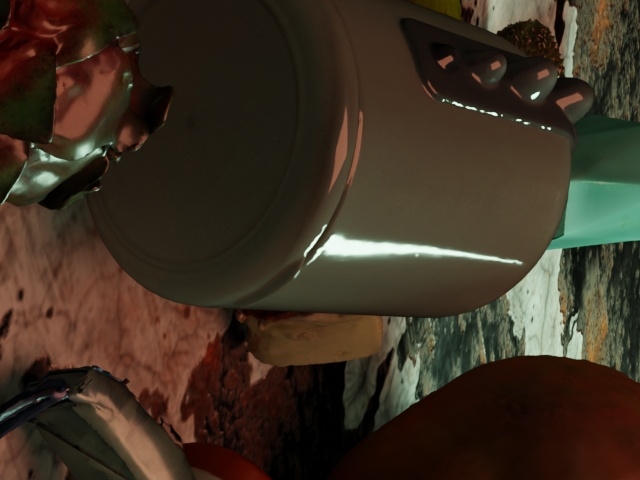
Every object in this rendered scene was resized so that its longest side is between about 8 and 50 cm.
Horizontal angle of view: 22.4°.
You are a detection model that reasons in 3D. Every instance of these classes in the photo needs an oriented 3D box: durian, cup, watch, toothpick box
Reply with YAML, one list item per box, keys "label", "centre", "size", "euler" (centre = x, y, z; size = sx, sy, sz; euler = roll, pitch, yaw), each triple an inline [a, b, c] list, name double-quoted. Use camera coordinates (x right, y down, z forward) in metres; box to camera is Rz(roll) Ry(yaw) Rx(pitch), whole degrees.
- label: "durian"
  centre: [0.172, -0.141, 1.530]
  size: [0.071, 0.110, 0.140]
  euler: [-6, 120, -29]
- label: "cup"
  centre: [0.259, -0.054, 1.692]
  size: [0.236, 0.134, 0.148]
  euler: [-14, 139, -53]
- label: "watch"
  centre: [-0.147, 0.228, 0.903]
  size: [0.274, 0.068, 0.276]
  euler: [-42, 109, -53]
- label: "toothpick box"
  centre: [0.035, -0.060, 1.021]
  size: [0.316, 0.229, 0.229]
  euler: [7, 94, -49]

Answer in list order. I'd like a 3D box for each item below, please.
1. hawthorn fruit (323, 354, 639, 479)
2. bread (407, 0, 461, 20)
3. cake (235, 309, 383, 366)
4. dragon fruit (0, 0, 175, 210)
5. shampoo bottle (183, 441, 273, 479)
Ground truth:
- label: "hawthorn fruit"
  centre: [0.206, 0.323, 1.367]
  size: [0.472, 0.472, 0.471]
  euler: [-36, 131, -55]
- label: "bread"
  centre: [0.009, -0.206, 1.118]
  size: [0.383, 0.112, 0.166]
  euler: [41, 63, -60]
- label: "cake"
  centre: [-0.019, 0.005, 1.232]
  size: [0.220, 0.117, 0.086]
  euler: [-100, 180, -47]
- label: "dragon fruit"
  centre: [-0.165, -0.088, 0.750]
  size: [0.182, 0.182, 0.188]
  euler: [-52, 130, -44]
- label: "shampoo bottle"
  centre: [-0.124, 0.260, 1.041]
  size: [0.278, 0.104, 0.104]
  euler: [-54, 145, -42]
